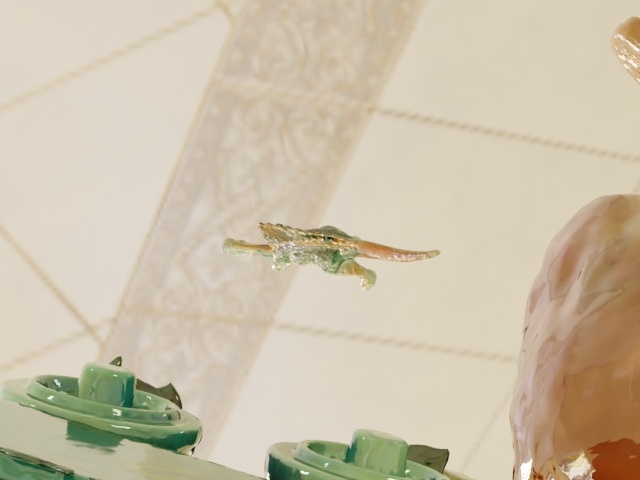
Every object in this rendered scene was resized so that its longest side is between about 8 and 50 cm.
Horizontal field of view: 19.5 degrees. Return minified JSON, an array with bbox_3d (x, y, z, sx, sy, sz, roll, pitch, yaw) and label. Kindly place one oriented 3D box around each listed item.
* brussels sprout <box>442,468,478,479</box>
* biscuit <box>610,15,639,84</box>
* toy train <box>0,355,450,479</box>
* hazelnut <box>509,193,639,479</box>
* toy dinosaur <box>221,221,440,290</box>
[{"bbox_3d":[0.061,0.200,1.186,0.155,0.117,0.155,26,160,10],"label":"brussels sprout"},{"bbox_3d":[0.352,-0.055,1.515,0.049,0.205,0.324,-36,99,-3],"label":"biscuit"},{"bbox_3d":[-0.045,0.101,0.511,0.203,0.163,0.112,13,92,13],"label":"toy train"},{"bbox_3d":[0.194,0.082,0.665,0.261,0.261,0.241,7,140,-17],"label":"hazelnut"},{"bbox_3d":[0.000,0.004,1.447,0.106,0.044,0.187,19,171,-27],"label":"toy dinosaur"}]
